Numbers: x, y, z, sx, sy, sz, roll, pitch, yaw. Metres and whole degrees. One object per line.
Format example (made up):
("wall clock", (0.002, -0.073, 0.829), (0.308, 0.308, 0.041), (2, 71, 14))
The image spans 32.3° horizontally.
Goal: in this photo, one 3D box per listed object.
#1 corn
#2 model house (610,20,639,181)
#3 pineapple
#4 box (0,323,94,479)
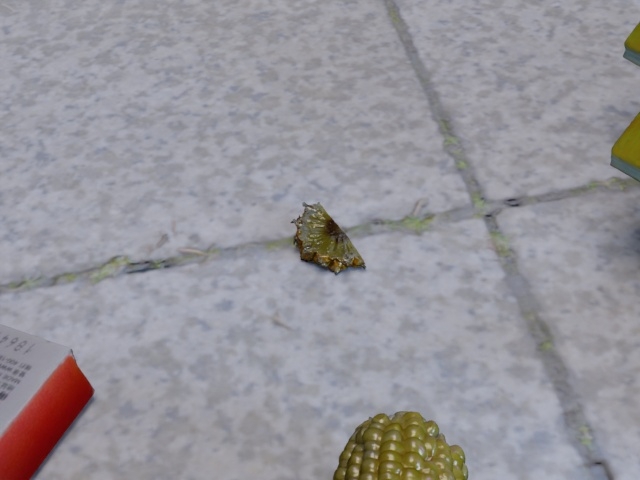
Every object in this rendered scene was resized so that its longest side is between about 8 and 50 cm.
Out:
("corn", (0.036, 0.215, 0.634), (0.086, 0.086, 0.288), (4, 45, 9))
("model house", (0.358, -0.168, 0.842), (0.323, 0.340, 0.300), (-34, 49, -23))
("pineapple", (0.000, 0.000, 0.917), (0.045, 0.019, 0.083), (-18, 47, -18))
("box", (-0.293, 0.104, 0.806), (0.229, 0.050, 0.123), (15, 48, 20))
